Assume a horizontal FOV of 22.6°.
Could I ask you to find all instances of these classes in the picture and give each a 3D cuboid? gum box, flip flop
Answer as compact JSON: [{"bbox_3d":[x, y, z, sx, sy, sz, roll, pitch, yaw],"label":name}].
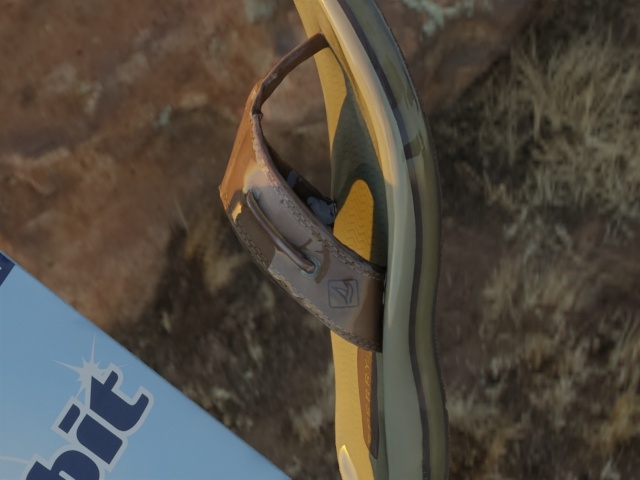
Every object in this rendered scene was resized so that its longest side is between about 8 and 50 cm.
[{"bbox_3d":[-0.123,0.110,0.648,0.184,0.041,0.157,41,68,-22],"label":"gum box"},{"bbox_3d":[0.000,0.000,0.676,0.080,0.277,0.112,-10,25,-10],"label":"flip flop"}]
